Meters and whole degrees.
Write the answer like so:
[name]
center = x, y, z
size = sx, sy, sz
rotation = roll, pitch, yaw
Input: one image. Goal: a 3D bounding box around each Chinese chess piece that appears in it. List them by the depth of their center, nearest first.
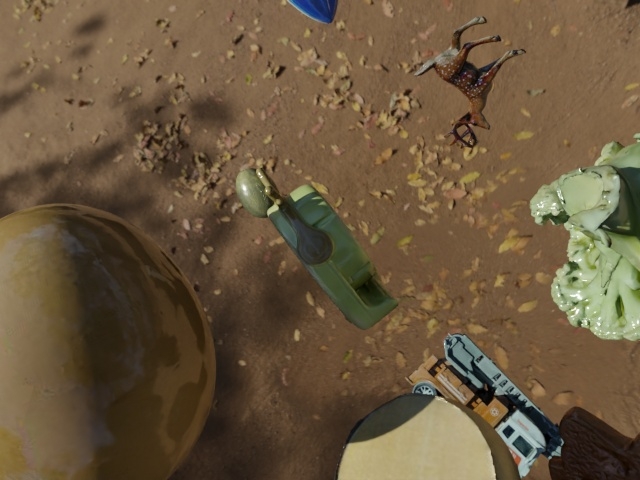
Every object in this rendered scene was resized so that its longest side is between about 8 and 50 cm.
[Chinese chess piece]
center = 0.136, 0.331, 0.625
size = 0.250, 0.103, 0.249
rotation = -27, 39, 25

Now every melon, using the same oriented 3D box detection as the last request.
[melon]
center = -0.152, -0.115, 1.150
size = 0.098, 0.098, 0.130
rotation = -30, 104, 10

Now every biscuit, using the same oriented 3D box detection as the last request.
[biscuit]
center = 0.509, 0.394, 0.717
size = 0.307, 0.043, 0.283
rotation = -7, 104, 50

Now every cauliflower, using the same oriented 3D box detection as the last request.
[cauliflower]
center = 0.387, -0.037, 0.571
size = 0.281, 0.260, 0.326
rotation = 27, 99, -10

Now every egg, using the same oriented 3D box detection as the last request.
[egg]
center = -0.291, 0.131, 0.569
size = 0.301, 0.301, 0.373
rotation = -36, 75, 8

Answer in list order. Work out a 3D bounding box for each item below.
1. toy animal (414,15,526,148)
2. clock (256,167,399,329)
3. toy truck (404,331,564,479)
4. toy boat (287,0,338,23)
[toy animal]
center = 0.345, -0.361, 1.107
size = 0.260, 0.244, 0.087
rotation = -42, 22, 42
[clock]
center = 0.000, 0.000, 0.823
size = 0.096, 0.308, 0.235
rotation = -38, 27, 1
[toy truck]
center = 0.361, 0.368, 1.025
size = 0.338, 0.133, 0.184
rotation = 43, 93, 20
[toy boat]
center = -0.057, -0.478, 0.742
size = 0.129, 0.088, 0.295
rotation = -33, 102, -13
